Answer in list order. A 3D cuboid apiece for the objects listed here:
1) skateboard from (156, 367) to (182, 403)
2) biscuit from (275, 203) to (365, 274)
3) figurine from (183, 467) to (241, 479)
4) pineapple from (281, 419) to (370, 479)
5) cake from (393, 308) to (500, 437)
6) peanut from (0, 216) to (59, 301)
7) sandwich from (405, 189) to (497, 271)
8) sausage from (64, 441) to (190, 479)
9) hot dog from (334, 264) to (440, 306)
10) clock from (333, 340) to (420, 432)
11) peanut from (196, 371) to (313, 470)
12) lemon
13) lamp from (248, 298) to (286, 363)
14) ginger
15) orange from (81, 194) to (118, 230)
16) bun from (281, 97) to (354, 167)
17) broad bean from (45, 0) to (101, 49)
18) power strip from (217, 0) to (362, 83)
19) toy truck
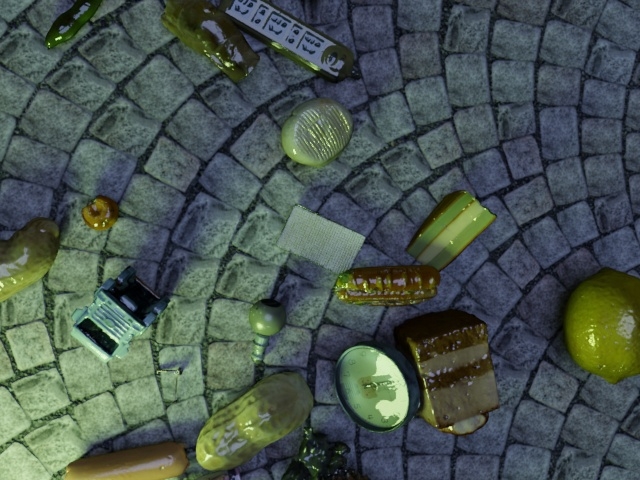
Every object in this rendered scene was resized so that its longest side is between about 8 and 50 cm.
[{"bbox_3d":[-0.368,0.352,1.636,0.064,0.032,0.083,1,88,2],"label":"skateboard"},{"bbox_3d":[0.000,0.000,1.677,0.199,0.040,0.121,26,91,-7],"label":"biscuit"},{"bbox_3d":[-0.238,0.722,1.569,0.211,0.253,0.361,-25,85,36],"label":"figurine"},{"bbox_3d":[0.027,0.605,1.613,0.223,0.223,0.357,-30,80,-7],"label":"pineapple"},{"bbox_3d":[0.313,0.331,1.648,0.196,0.199,0.293,-15,97,-12],"label":"cake"},{"bbox_3d":[-0.705,0.047,1.542,0.253,0.122,0.137,-31,86,-9],"label":"peanut"},{"bbox_3d":[0.318,-0.017,1.668,0.117,0.144,0.187,38,85,-4],"label":"sandwich"},{"bbox_3d":[-0.456,0.538,1.595,0.289,0.086,0.086,-8,91,-6],"label":"sausage"},{"bbox_3d":[0.167,0.117,1.675,0.269,0.115,0.072,-4,47,-7],"label":"hot dog"},{"bbox_3d":[0.130,0.353,1.619,0.049,0.226,0.226,-17,93,-50],"label":"clock"},{"bbox_3d":[-0.161,0.433,1.604,0.313,0.152,0.152,-31,94,-5],"label":"peanut"},{"bbox_3d":[0.728,0.212,1.674,0.267,0.267,0.267,0,90,-8],"label":"lemon"},{"bbox_3d":[-0.138,0.226,1.643,0.091,0.091,0.163,12,103,-8],"label":"lamp"},{"bbox_3d":[-0.259,-0.490,1.604,0.263,0.109,0.116,41,87,-7],"label":"ginger"},{"bbox_3d":[-0.517,-0.063,1.596,0.086,0.062,0.086,-1,81,6],"label":"orange"},{"bbox_3d":[-0.009,-0.265,1.646,0.188,0.111,0.164,-44,113,-8],"label":"bun"},{"bbox_3d":[-0.566,-0.549,1.595,0.065,0.046,0.254,34,84,0],"label":"broad bean"},{"bbox_3d":[-0.067,-0.497,1.654,0.387,0.066,0.092,28,89,-7],"label":"power strip"},{"bbox_3d":[-0.446,0.167,1.489,0.136,0.305,0.162,42,90,-6],"label":"toy truck"}]
